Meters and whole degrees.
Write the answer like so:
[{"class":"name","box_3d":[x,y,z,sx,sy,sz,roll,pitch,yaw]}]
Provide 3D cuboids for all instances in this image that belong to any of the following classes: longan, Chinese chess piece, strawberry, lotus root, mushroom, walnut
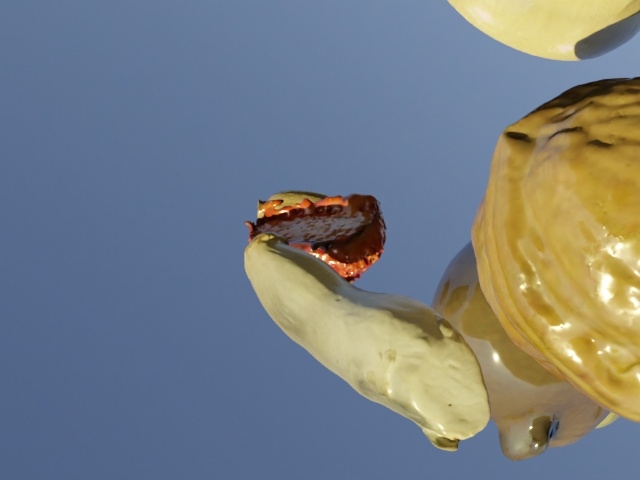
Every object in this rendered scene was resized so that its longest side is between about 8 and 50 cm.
[{"class":"longan","box_3d":[0.254,0.114,1.255,0.300,0.243,0.300,23,-122,-44]},{"class":"Chinese chess piece","box_3d":[0.233,-0.295,1.086,0.250,0.097,0.251,9,-130,-11]},{"class":"strawberry","box_3d":[0.000,0.000,1.267,0.121,0.188,0.082,-47,-53,-34]},{"class":"lotus root","box_3d":[-0.018,-0.032,1.452,0.150,0.062,0.073,9,-108,10]},{"class":"mushroom","box_3d":[0.032,0.087,1.020,0.097,0.109,0.351,-33,-144,-23]},{"class":"walnut","box_3d":[0.292,0.011,0.921,0.344,0.306,0.306,38,-138,-2]}]

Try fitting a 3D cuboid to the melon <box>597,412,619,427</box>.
[{"class":"melon","box_3d":[0.373,0.187,1.409,0.098,0.098,0.131,25,-95,-15]}]
